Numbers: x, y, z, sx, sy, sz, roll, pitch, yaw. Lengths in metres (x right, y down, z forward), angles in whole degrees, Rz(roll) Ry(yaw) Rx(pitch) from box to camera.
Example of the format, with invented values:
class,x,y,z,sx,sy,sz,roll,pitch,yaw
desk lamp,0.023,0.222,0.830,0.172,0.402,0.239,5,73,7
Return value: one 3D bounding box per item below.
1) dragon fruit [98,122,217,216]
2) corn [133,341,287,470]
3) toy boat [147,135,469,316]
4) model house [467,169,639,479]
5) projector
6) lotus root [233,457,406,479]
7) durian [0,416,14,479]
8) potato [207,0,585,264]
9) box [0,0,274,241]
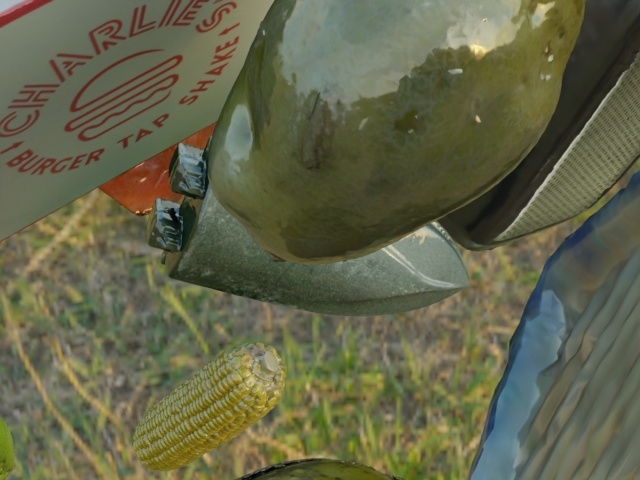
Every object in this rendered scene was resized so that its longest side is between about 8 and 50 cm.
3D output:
class,x,y,z,sx,sy,sz,roll,pitch,yaw
dragon fruit,-0.233,-0.170,1.702,0.290,0.290,0.189,42,100,35
corn,-0.113,0.172,1.479,0.080,0.238,0.080,21,51,-28
toy boat,0.000,0.000,1.377,0.319,0.141,0.092,16,28,-19
model house,0.226,0.223,0.603,0.395,0.445,0.400,21,19,-6
projector,0.201,-0.260,1.507,0.242,0.405,0.395,-18,60,-42
lotus root,-0.058,0.270,0.918,0.196,0.179,0.397,35,38,21
durian,-0.498,0.280,1.990,0.139,0.250,0.101,-17,55,21
potato,0.037,-0.082,0.774,0.178,0.235,0.160,21,30,-46
box,-0.211,-0.222,1.009,0.314,0.312,0.300,-31,74,-12
